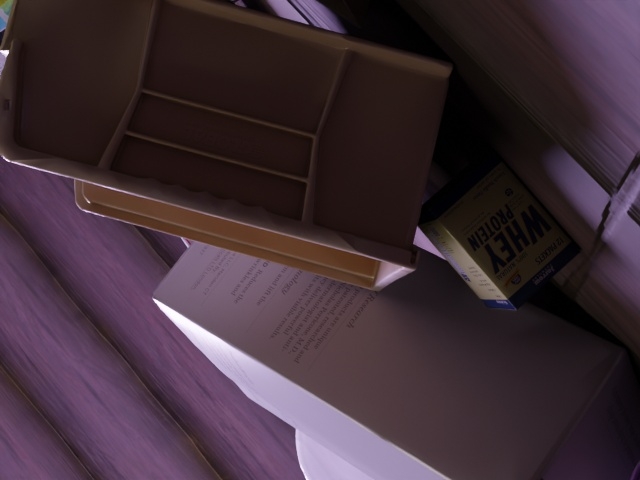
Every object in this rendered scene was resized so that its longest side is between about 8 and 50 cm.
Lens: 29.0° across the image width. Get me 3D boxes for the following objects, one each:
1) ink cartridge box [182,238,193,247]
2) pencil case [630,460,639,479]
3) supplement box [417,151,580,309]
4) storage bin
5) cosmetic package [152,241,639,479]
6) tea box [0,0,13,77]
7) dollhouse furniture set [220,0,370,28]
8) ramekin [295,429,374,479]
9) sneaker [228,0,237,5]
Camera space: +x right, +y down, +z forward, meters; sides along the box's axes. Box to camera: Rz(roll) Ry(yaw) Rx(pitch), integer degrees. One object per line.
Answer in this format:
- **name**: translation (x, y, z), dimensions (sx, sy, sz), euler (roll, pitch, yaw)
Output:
- **ink cartridge box**: translation (-0.169, -0.090, 1.299), dimensions (0.275, 0.060, 0.239), euler (56, 173, 18)
- **pencil case**: translation (0.271, 0.205, 0.886), dimensions (0.206, 0.086, 0.088), euler (59, -157, -55)
- **supplement box**: translation (0.110, -0.004, 0.800), dimensions (0.083, 0.056, 0.083), euler (49, 175, -2)
- **storage bin**: translation (-0.061, -0.063, 0.816), dimensions (0.260, 0.123, 0.262), euler (15, 175, 0)
- **cosmetic package**: translation (0.071, 0.113, 1.020), dimensions (0.385, 0.156, 0.217), euler (26, 163, 33)
- **tea box**: translation (-0.280, -0.295, 0.783), dimensions (0.329, 0.220, 0.323), euler (53, 177, 2)
- **dollhouse furniture set**: translation (-0.036, -0.157, 0.745), dimensions (0.114, 0.081, 0.091), euler (43, 173, 49)
- **ramekin**: translation (0.112, 0.238, 1.587), dimensions (0.127, 0.273, 0.273), euler (36, -175, -44)
- **sneaker**: translation (-0.048, -0.100, 1.131), dimensions (0.292, 0.118, 0.110), euler (54, 175, -36)
